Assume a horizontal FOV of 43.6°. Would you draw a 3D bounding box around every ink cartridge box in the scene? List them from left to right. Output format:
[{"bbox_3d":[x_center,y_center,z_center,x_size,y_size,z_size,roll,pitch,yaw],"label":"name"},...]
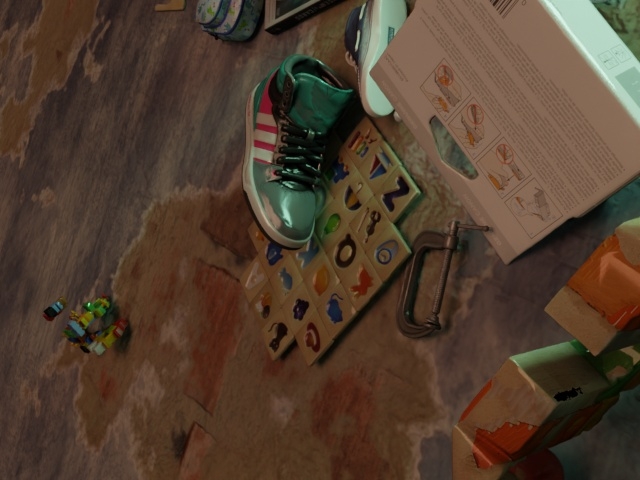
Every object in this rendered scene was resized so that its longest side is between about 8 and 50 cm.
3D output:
[{"bbox_3d":[0.204,-0.153,0.862,0.296,0.066,0.261,56,150,10],"label":"ink cartridge box"}]

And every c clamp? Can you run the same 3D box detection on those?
[{"bbox_3d":[0.137,0.047,0.978,0.137,0.022,0.160,22,98,62],"label":"c clamp"}]

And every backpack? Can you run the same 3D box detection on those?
[{"bbox_3d":[-0.162,-0.403,1.396,0.114,0.084,0.105,26,101,45],"label":"backpack"}]

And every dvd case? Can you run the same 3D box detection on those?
[{"bbox_3d":[-0.002,-0.451,1.278,0.239,0.030,0.179,-13,70,45],"label":"dvd case"}]

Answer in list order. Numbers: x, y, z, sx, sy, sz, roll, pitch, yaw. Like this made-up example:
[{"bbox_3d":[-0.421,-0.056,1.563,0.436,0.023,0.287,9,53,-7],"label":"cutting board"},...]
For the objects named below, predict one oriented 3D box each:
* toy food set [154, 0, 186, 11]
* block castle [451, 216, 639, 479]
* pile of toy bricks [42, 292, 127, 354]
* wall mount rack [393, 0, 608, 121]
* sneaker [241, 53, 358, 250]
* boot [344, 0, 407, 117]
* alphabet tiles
[{"bbox_3d":[-0.298,-0.562,1.619,0.132,0.039,0.192,13,89,48],"label":"toy food set"},{"bbox_3d":[0.319,0.169,0.638,0.303,0.213,0.453,48,122,30],"label":"block castle"},{"bbox_3d":[-0.451,0.146,1.560,0.105,0.118,0.212,-46,22,-25],"label":"pile of toy bricks"},{"bbox_3d":[0.193,-0.288,0.963,0.350,0.130,0.304,24,131,48],"label":"wall mount rack"},{"bbox_3d":[-0.021,-0.148,1.133,0.178,0.124,0.295,-41,47,46],"label":"sneaker"},{"bbox_3d":[0.072,-0.254,1.127,0.086,0.069,0.190,-12,63,53],"label":"boot"},{"bbox_3d":[0.000,0.000,1.157,0.342,0.011,0.285,-51,45,25],"label":"alphabet tiles"}]
